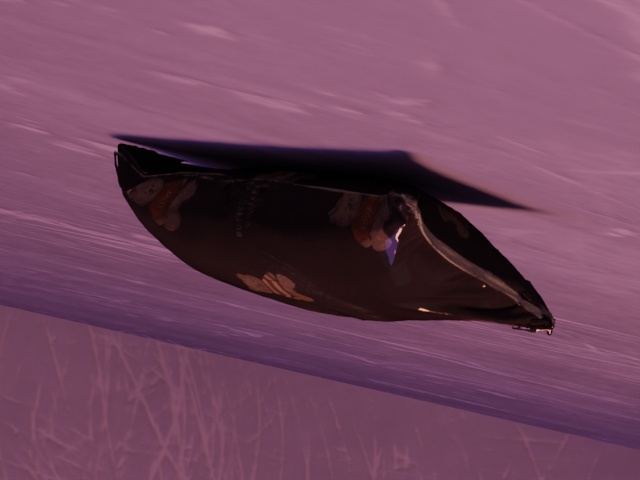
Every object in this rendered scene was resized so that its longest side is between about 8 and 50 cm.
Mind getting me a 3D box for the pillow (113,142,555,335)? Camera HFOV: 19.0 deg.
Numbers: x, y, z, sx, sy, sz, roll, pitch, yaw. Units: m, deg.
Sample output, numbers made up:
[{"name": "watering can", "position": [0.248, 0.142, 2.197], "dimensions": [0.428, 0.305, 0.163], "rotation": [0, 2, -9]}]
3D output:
[{"name": "pillow", "position": [0.000, 0.001, 0.670], "dimensions": [0.150, 0.048, 0.090], "rotation": [9, 176, 42]}]
